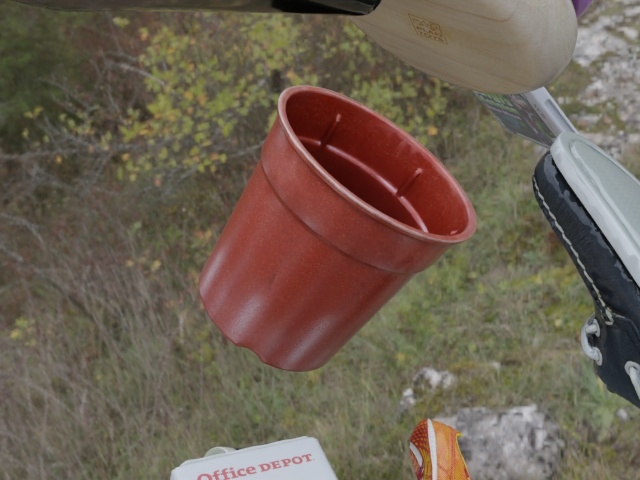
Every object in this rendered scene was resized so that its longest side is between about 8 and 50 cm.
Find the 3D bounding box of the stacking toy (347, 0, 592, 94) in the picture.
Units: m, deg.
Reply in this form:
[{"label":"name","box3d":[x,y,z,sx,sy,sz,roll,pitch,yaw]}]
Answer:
[{"label":"stacking toy","box3d":[0.135,-0.246,0.445,0.141,0.141,0.330,25,81,36]}]

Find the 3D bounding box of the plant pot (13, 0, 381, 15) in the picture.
[{"label":"plant pot","box3d":[-0.092,-0.181,0.313,0.188,0.187,0.167,8,16,25]}]

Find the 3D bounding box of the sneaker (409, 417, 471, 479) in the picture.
[{"label":"sneaker","box3d":[0.136,0.272,0.926,0.067,0.064,0.175,21,45,-13]}]

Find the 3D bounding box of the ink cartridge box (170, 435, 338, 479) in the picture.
[{"label":"ink cartridge box","box3d":[-0.037,0.292,0.765,0.153,0.087,0.208,-5,40,-26]}]

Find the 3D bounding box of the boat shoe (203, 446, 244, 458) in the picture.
[{"label":"boat shoe","box3d":[-0.088,0.438,1.090,0.127,0.113,0.340,-27,62,45]}]

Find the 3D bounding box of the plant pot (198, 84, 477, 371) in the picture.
[{"label":"plant pot","box3d":[0.000,0.000,1.038,0.272,0.265,0.272,28,29,-17]}]

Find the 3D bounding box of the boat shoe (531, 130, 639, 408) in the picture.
[{"label":"boat shoe","box3d":[0.214,0.073,0.524,0.114,0.091,0.302,-20,74,-53]}]

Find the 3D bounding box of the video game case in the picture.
[{"label":"video game case","box3d":[0.260,-0.181,1.133,0.022,0.173,0.190,-48,33,1]}]
